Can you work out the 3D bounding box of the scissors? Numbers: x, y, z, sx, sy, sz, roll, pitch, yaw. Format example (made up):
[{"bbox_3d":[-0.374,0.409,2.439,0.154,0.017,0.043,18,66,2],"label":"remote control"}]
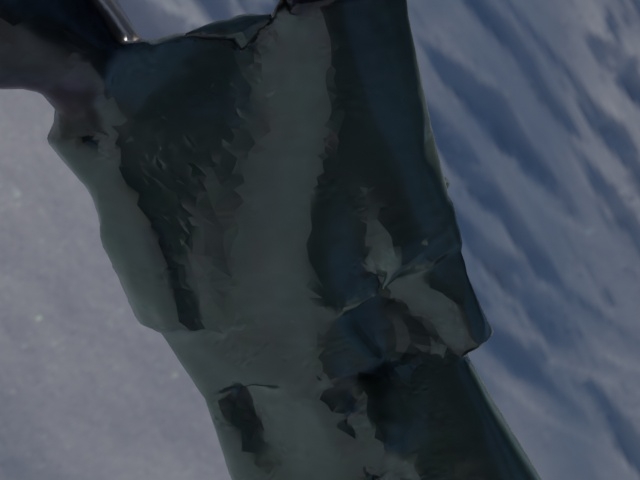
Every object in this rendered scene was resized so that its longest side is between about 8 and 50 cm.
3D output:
[{"bbox_3d":[0.000,0.000,0.336,0.029,0.256,0.383,-92,161,-69],"label":"scissors"}]
